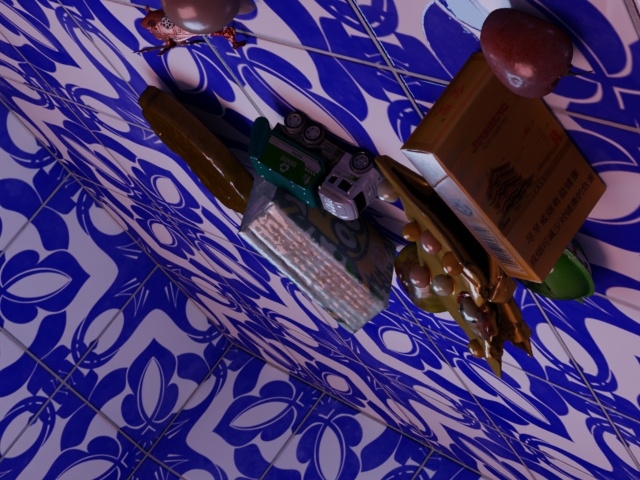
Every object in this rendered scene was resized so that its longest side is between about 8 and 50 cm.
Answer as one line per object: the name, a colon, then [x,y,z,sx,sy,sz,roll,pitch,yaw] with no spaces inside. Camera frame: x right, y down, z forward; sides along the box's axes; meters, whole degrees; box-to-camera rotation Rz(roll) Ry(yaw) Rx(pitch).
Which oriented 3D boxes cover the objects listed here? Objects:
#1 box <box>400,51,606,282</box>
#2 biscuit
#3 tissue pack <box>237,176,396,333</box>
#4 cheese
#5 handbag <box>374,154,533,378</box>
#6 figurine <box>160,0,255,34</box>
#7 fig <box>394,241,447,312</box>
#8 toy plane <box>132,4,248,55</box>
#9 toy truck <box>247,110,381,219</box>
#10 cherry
box: [0.249,-0.095,1.676,0.274,0.174,0.076,46,161,-31]
biscuit: [-0.240,-0.176,2.628,0.359,0.074,0.381,44,175,19]
tissue pack: [0.000,0.000,2.408,0.311,0.128,0.228,41,-153,-16]
cheese: [0.325,-0.002,1.944,0.204,0.083,0.320,26,161,47]
handbag: [0.219,0.030,1.992,0.283,0.133,0.401,57,176,34]
figurine: [-0.184,-0.377,1.940,0.125,0.125,0.138,23,172,41]
fig: [0.207,0.066,2.330,0.153,0.120,0.136,42,169,-17]
toy plane: [-0.226,-0.353,2.129,0.194,0.126,0.077,24,132,43]
toy truck: [-0.016,-0.135,2.249,0.253,0.124,0.114,33,166,21]
cherry: [0.245,-0.218,1.495,0.126,0.087,0.106,24,156,31]
